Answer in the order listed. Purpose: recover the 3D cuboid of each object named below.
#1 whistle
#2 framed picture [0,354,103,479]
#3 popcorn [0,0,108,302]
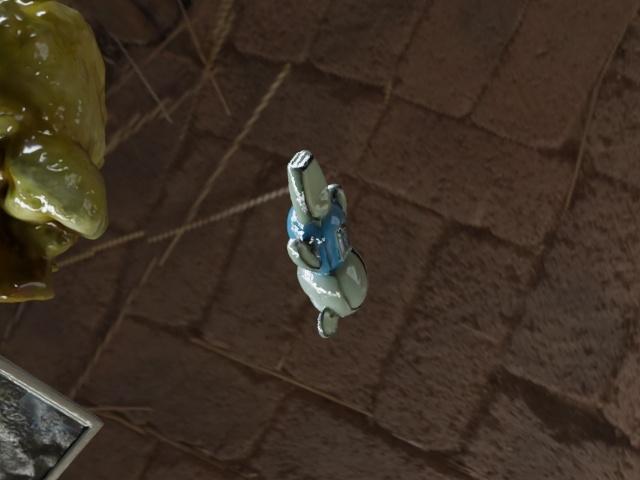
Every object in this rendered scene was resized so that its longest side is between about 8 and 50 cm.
[{"bbox_3d":[0.000,0.000,1.271,0.077,0.235,0.114,12,49,30],"label":"whistle"},{"bbox_3d":[-0.511,0.279,1.684,0.240,0.324,0.020,-48,33,0],"label":"framed picture"},{"bbox_3d":[-0.237,-0.054,0.772,0.233,0.192,0.266,-39,55,-17],"label":"popcorn"}]
